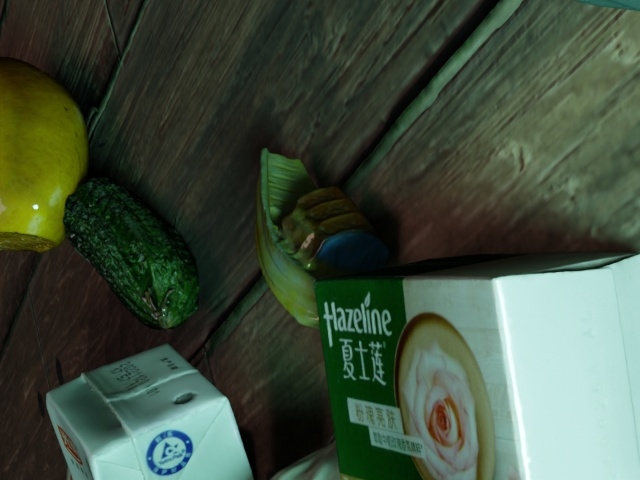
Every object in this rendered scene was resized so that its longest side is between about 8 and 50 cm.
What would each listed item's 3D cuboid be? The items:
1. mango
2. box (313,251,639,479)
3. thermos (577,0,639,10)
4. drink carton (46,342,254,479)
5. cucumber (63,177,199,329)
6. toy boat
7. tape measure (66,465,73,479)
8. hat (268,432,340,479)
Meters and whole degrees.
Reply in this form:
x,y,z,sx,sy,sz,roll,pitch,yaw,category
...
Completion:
x,y,z,sx,sy,sz,roll,pitch,yaw,category
-0.326,-0.077,1.369,0.350,0.201,0.199,25,129,63,mango
0.074,0.077,0.640,0.199,0.081,0.135,-6,93,65,box
0.124,-0.117,0.382,0.182,0.145,0.286,56,169,-29,thermos
-0.087,0.239,0.966,0.130,0.106,0.315,26,134,61,drink carton
-0.156,0.008,1.169,0.265,0.077,0.077,35,130,57,cucumber
0.000,0.000,0.806,0.066,0.065,0.172,-64,32,20,toy boat
-0.138,0.266,1.155,0.265,0.130,0.258,-157,63,-70,tape measure
-0.035,0.228,0.811,0.164,0.226,0.219,61,154,3,hat
